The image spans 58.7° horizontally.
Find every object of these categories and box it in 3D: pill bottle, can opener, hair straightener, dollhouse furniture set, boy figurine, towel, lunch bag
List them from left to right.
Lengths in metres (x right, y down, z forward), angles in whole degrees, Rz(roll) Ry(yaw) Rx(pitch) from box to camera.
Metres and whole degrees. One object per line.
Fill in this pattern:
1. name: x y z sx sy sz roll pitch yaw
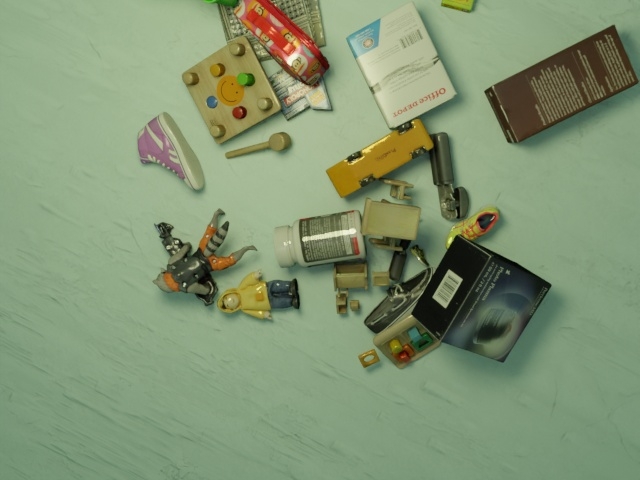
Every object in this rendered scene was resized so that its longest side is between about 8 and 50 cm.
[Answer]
1. boy figurine: -0.215 0.185 1.930 0.285 0.092 0.177 -4 103 4
2. towel: -0.163 -0.738 1.801 0.324 0.056 0.312 -12 97 7
3. lunch bag: -0.118 -0.589 1.662 0.293 0.258 0.120 45 101 7
4. pill bottle: 0.000 0.000 1.844 0.283 0.161 0.161 -9 98 7
5. dollhouse furniture set: 0.140 0.155 1.907 0.181 0.101 0.161 -2 123 5
6. dollhouse furniture set: 0.194 -0.081 1.767 0.160 0.242 0.212 7 100 -8
7. hair straightener: 0.278 0.026 1.857 0.047 0.089 0.231 21 99 -5
8. can opener: 0.413 -0.207 1.830 0.095 0.076 0.284 -13 98 -25

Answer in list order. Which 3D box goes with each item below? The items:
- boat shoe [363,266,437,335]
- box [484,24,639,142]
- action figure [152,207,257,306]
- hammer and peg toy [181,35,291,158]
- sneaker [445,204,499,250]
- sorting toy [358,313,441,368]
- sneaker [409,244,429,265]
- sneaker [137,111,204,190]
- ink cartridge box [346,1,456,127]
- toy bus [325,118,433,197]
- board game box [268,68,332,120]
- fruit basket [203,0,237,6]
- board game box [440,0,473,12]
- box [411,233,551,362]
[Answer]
1. boat shoe: 0.262 0.189 1.872 0.102 0.108 0.301 37 108 -15
2. box: 0.716 -0.462 1.716 0.381 0.143 0.191 -26 96 7
3. action figure: -0.427 0.035 1.880 0.330 0.178 0.341 -43 85 -1
4. hammer and peg toy: -0.262 -0.418 1.798 0.265 0.127 0.361 -24 97 19
5. sneaker: 0.486 -0.037 1.824 0.208 0.094 0.081 -43 94 11
6. sorting toy: 0.291 0.343 1.883 0.347 0.047 0.196 -34 128 10
7. sneaker: 0.333 0.049 1.884 0.035 0.031 0.083 -43 93 9
8. sneaker: -0.505 -0.265 1.891 0.161 0.102 0.282 -31 84 13
9. ink cartridge box: 0.247 -0.528 1.754 0.223 0.129 0.308 -26 95 9
10. toy bus: 0.185 -0.258 1.801 0.332 0.130 0.108 -29 94 9
11. board game box: -0.054 -0.477 1.827 0.194 0.060 0.194 -30 94 9
12. fruit basket: -0.407 -0.848 1.623 0.392 0.392 0.283 31 100 0
13. board game box: 0.439 -0.801 1.737 0.092 0.043 0.181 16 100 3
14. box: 0.496 0.183 1.756 0.294 0.183 0.296 21 102 -30
